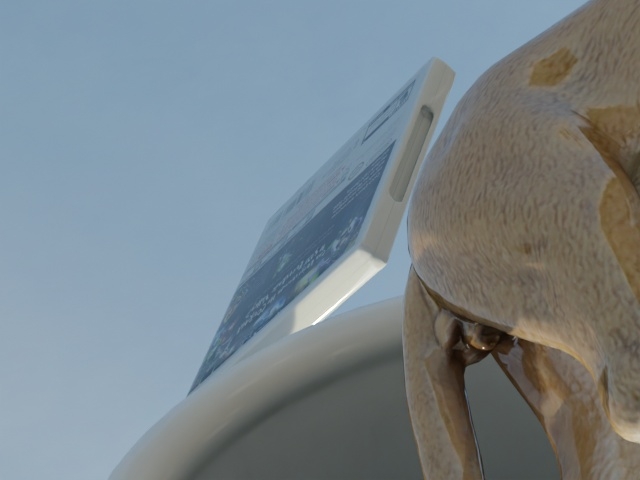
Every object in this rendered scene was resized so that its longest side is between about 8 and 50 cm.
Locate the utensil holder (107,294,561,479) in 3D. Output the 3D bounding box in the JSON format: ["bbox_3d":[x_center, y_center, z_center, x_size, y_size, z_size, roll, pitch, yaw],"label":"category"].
[{"bbox_3d":[0.098,0.259,0.721,0.327,0.327,0.386,-34,-53,-31],"label":"utensil holder"}]

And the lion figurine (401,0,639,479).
[{"bbox_3d":[0.130,-0.050,0.441,0.392,0.240,0.142,-35,-52,-1],"label":"lion figurine"}]

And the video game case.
[{"bbox_3d":[0.000,0.000,0.970,0.022,0.190,0.173,36,-137,-12],"label":"video game case"}]
